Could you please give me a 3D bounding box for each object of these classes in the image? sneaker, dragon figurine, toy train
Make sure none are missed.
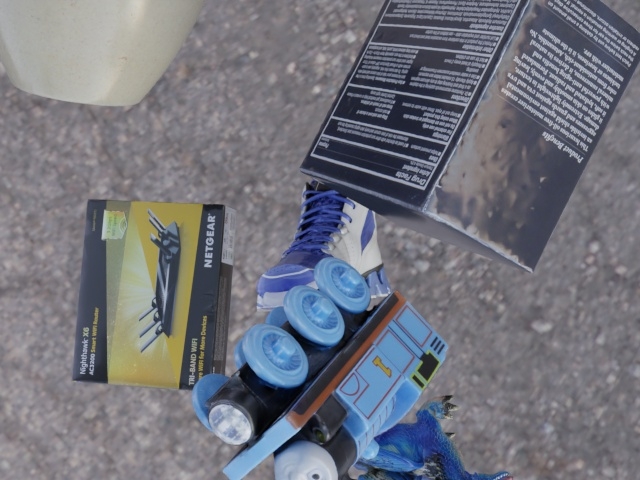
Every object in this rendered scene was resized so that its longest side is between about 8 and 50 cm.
[{"bbox_3d":[0.001,0.000,1.610,0.128,0.315,0.182,-5,92,22],"label":"sneaker"},{"bbox_3d":[0.061,0.219,1.156,0.289,0.144,0.085,6,118,8],"label":"dragon figurine"},{"bbox_3d":[0.003,0.083,0.695,0.105,0.184,0.080,45,122,1],"label":"toy train"}]

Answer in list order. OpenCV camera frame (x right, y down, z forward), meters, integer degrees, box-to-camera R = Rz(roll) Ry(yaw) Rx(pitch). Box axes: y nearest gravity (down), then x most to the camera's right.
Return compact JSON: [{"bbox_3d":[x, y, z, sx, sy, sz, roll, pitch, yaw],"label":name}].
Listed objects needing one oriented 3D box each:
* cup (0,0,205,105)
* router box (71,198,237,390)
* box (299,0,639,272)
[{"bbox_3d":[-0.301,-0.307,1.517,0.331,0.331,0.236,16,105,24],"label":"cup"},{"bbox_3d":[-0.274,0.090,1.935,0.243,0.081,0.308,2,84,13],"label":"router box"},{"bbox_3d":[0.166,-0.151,1.348,0.183,0.294,0.296,29,178,-30],"label":"box"}]
